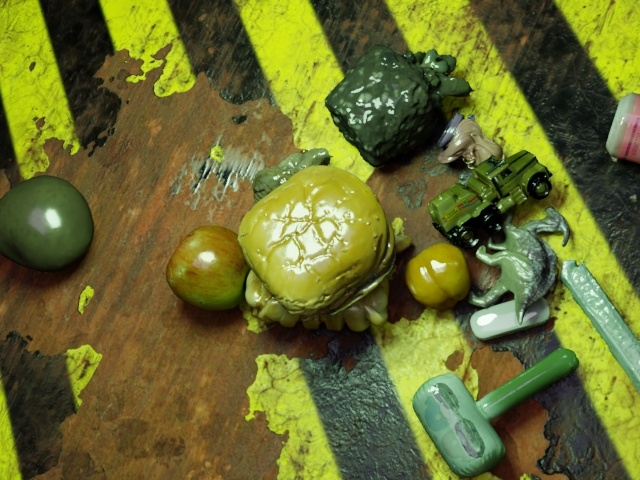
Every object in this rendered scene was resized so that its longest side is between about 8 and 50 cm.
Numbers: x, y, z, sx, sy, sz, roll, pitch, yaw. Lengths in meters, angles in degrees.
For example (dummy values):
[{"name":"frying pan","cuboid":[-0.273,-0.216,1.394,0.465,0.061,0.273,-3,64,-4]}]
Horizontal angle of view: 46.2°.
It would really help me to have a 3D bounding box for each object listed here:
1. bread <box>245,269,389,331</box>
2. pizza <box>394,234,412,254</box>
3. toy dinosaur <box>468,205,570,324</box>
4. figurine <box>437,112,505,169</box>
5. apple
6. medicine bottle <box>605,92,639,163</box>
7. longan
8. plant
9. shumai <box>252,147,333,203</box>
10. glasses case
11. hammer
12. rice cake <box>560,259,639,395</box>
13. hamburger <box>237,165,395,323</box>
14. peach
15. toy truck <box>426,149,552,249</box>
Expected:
[{"name":"bread","cuboid":[-0.006,0.113,1.626,0.311,0.121,0.173,3,53,8]},{"name":"pizza","cuboid":[0.093,-0.017,1.664,0.195,0.185,0.052,35,125,43]},{"name":"toy dinosaur","cuboid":[0.416,0.040,1.569,0.162,0.077,0.294,14,71,26]},{"name":"figurine","cuboid":[0.329,-0.206,1.662,0.157,0.114,0.126,38,100,20]},{"name":"apple","cuboid":[-0.237,0.066,1.678,0.195,0.196,0.196,-4,71,13]},{"name":"medicine bottle","cuboid":[0.729,-0.213,1.546,0.247,0.147,0.147,17,77,19]},{"name":"longan","cuboid":[-0.663,-0.034,1.805,0.246,0.215,0.246,-15,64,34]},{"name":"plant","cuboid":[0.181,-0.327,1.686,0.312,0.213,0.215,-36,65,3]},{"name":"shumai","cuboid":[-0.040,-0.125,1.727,0.205,0.166,0.176,29,54,10]},{"name":"glasses case","cuboid":[0.394,0.160,1.561,0.164,0.041,0.063,-18,67,8]},{"name":"hammer","cuboid":[0.364,0.311,1.492,0.335,0.119,0.206,-30,68,-4]},{"name":"rice cake","cuboid":[0.584,0.180,1.494,0.063,0.066,0.336,-29,67,4]},{"name":"hamburger","cuboid":[0.000,0.000,1.512,0.318,0.158,0.319,-4,69,12]},{"name":"peach","cuboid":[0.251,0.079,1.579,0.138,0.138,0.138,-4,71,13]},{"name":"toy truck","cuboid":[0.355,-0.104,1.594,0.257,0.127,0.127,-31,28,-2]}]
